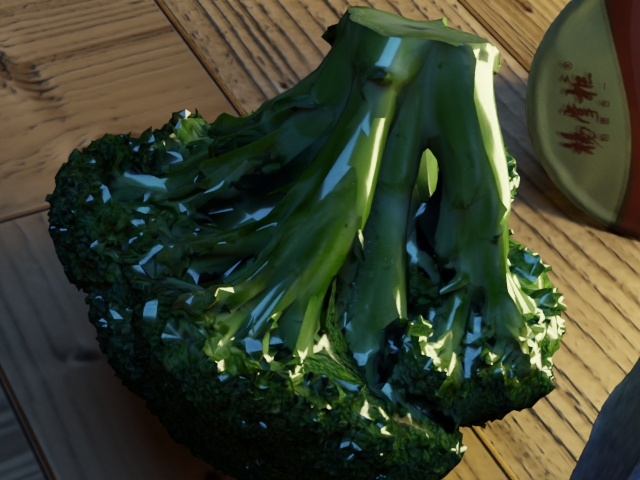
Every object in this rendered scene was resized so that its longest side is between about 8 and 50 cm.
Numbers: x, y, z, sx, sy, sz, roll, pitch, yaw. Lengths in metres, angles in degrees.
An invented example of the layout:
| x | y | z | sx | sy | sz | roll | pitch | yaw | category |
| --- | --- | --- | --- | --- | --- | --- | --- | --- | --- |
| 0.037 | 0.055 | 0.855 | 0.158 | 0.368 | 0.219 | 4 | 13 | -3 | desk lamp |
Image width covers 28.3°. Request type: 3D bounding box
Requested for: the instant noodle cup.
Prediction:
| x | y | z | sx | sy | sz | roll | pitch | yaw | category |
| --- | --- | --- | --- | --- | --- | --- | --- | --- | --- |
| 0.276 | -0.135 | 0.929 | 0.235 | 0.234 | 0.178 | 16 | 36 | 5 | instant noodle cup |

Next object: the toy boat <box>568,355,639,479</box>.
| x | y | z | sx | sy | sz | roll | pitch | yaw | category |
| --- | --- | --- | --- | --- | --- | --- | --- | --- | --- |
| 0.266 | 0.138 | 0.666 | 0.293 | 0.276 | 0.111 | 14 | 4 | 0 | toy boat |

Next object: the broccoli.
| x | y | z | sx | sy | sz | roll | pitch | yaw | category |
| --- | --- | --- | --- | --- | --- | --- | --- | --- | --- |
| 0.000 | 0.000 | 0.718 | 0.308 | 0.275 | 0.308 | 15 | 19 | -5 | broccoli |
